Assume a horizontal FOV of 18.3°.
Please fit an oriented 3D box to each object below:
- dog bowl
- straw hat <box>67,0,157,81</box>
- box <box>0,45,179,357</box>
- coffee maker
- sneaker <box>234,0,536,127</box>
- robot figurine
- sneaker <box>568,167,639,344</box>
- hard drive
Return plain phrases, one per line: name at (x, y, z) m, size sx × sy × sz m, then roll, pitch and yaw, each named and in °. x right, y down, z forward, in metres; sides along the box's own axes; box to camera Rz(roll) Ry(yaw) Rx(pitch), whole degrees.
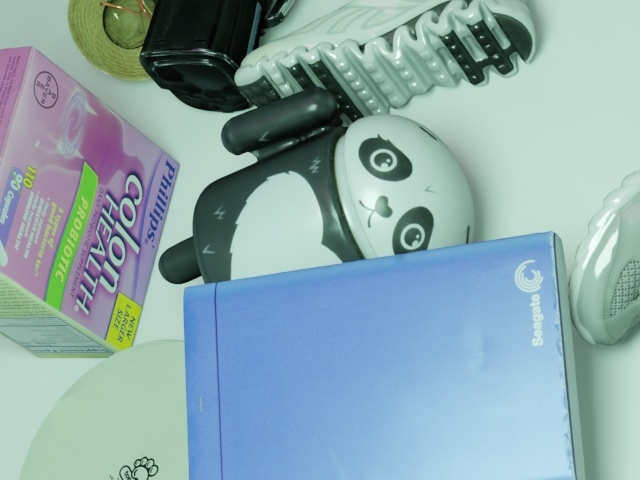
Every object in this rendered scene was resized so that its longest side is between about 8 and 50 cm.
dog bowl at (-0.136, 0.225, 1.753) m, size 0.265 × 0.104 × 0.265 m, roll -16°, pitch 58°, yaw 26°
straw hat at (-0.198, -0.229, 2.073) m, size 0.144 × 0.144 × 0.061 m, roll -67°, pitch 12°, yaw -14°
box at (-0.269, -0.030, 1.892) m, size 0.117 × 0.243 × 0.214 m, roll -2°, pitch 63°, yaw 33°
coffee maker at (-0.114, -0.237, 1.951) m, size 0.120 × 0.171 × 0.178 m, roll -14°, pitch 55°, yaw 44°
sneaker at (0.060, -0.188, 1.862) m, size 0.292 × 0.110 × 0.118 m, roll -13°, pitch 50°, yaw 18°
robot figurine at (-0.002, -0.001, 1.741) m, size 0.278 × 0.209 × 0.174 m, roll -22°, pitch 42°, yaw 23°
sneaker at (0.311, -0.019, 1.589) m, size 0.281 × 0.105 × 0.115 m, roll -49°, pitch 53°, yaw 4°
hard drive at (0.045, 0.119, 1.602) m, size 0.318 × 0.040 × 0.210 m, roll -9°, pitch 72°, yaw 18°
